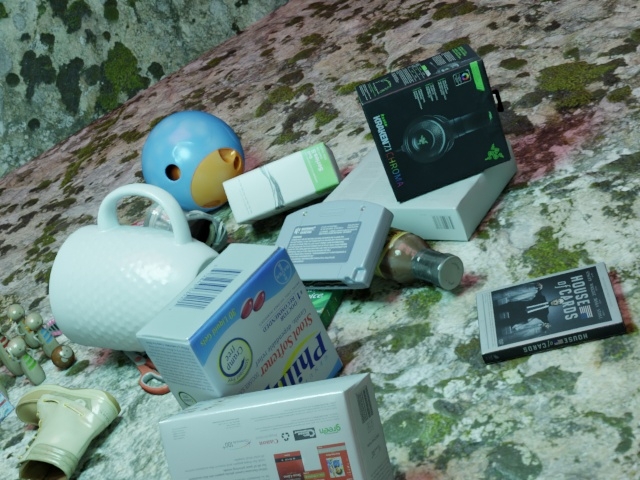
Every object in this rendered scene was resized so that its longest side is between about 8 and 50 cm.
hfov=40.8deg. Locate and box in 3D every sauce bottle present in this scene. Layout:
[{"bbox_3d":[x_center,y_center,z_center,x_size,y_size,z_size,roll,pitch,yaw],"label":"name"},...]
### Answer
[{"bbox_3d":[0.153,0.028,1.780,0.111,0.111,0.344,-39,31,-25],"label":"sauce bottle"}]

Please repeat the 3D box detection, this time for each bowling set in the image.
[{"bbox_3d":[-0.686,0.239,2.022,0.200,0.154,0.287,-17,29,14],"label":"bowling set"}]

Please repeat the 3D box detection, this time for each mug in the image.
[{"bbox_3d":[-0.374,0.061,1.862,0.328,0.374,0.276,2,17,26],"label":"mug"}]

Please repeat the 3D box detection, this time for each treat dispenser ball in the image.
[{"bbox_3d":[-0.355,-0.218,2.407,0.288,0.288,0.288,-19,28,11],"label":"treat dispenser ball"}]

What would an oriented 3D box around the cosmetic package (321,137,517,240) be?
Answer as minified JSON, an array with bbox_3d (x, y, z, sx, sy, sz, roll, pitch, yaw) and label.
[{"bbox_3d":[0.224,-0.120,1.992,0.377,0.097,0.284,2,40,40],"label":"cosmetic package"}]

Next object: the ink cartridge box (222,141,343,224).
[{"bbox_3d":[-0.088,-0.139,2.172,0.273,0.115,0.198,-21,-2,6],"label":"ink cartridge box"}]

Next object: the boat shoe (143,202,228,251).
[{"bbox_3d":[-0.305,-0.017,2.087,0.103,0.320,0.118,24,86,23],"label":"boat shoe"}]

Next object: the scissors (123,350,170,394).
[{"bbox_3d":[-0.397,0.273,1.880,0.297,0.021,0.109,7,42,42],"label":"scissors"}]

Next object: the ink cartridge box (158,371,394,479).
[{"bbox_3d":[-0.056,0.365,1.292,0.309,0.272,0.130,-13,-1,20],"label":"ink cartridge box"}]

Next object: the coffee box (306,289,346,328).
[{"bbox_3d":[-0.025,0.143,1.792,0.113,0.040,0.184,-7,32,31],"label":"coffee box"}]

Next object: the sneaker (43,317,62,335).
[{"bbox_3d":[-0.655,0.202,2.186,0.119,0.047,0.057,-35,22,-34],"label":"sneaker"}]

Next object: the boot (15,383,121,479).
[{"bbox_3d":[-0.552,0.393,1.724,0.262,0.095,0.203,-3,36,27],"label":"boot"}]

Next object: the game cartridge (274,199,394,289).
[{"bbox_3d":[0.018,0.008,1.804,0.294,0.060,0.196,-3,62,45],"label":"game cartridge"}]

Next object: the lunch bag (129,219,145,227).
[{"bbox_3d":[-0.485,0.057,2.231,0.258,0.120,0.293,-16,27,23],"label":"lunch bag"}]

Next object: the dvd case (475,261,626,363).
[{"bbox_3d":[0.396,0.125,1.510,0.239,0.029,0.179,-16,30,16],"label":"dvd case"}]

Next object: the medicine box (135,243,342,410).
[{"bbox_3d":[-0.132,0.195,1.522,0.149,0.289,0.263,1,37,43],"label":"medicine box"}]

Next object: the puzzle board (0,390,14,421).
[{"bbox_3d":[-0.746,0.378,1.890,0.011,0.096,0.128,-10,30,43],"label":"puzzle board"}]

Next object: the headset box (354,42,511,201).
[{"bbox_3d":[0.250,-0.255,1.849,0.283,0.246,0.131,-20,28,4],"label":"headset box"}]
